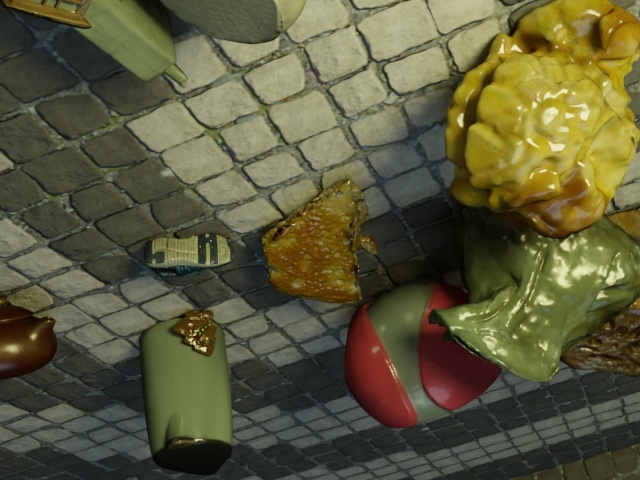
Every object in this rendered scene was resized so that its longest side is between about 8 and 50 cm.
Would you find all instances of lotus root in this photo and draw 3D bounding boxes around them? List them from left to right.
[{"bbox_3d":[0.530,0.094,1.555,0.316,0.250,0.316,-1,141,-1],"label":"lotus root"}]

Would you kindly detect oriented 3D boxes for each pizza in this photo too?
[{"bbox_3d":[0.000,0.000,1.375,0.189,0.071,0.297,3,143,0],"label":"pizza"}]

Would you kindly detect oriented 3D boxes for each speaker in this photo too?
[{"bbox_3d":[0.191,0.206,1.561,0.294,0.294,0.294,-8,147,-5],"label":"speaker"}]

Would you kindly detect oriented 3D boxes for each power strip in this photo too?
[{"bbox_3d":[-0.232,-0.251,0.898,0.053,0.093,0.288,-30,143,21],"label":"power strip"}]

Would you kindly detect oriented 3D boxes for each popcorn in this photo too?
[{"bbox_3d":[0.284,-0.157,1.104,0.265,0.225,0.332,-5,127,-31],"label":"popcorn"}]

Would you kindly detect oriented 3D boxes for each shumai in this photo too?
[{"bbox_3d":[0.342,0.096,1.331,0.330,0.288,0.291,9,122,14],"label":"shumai"}]

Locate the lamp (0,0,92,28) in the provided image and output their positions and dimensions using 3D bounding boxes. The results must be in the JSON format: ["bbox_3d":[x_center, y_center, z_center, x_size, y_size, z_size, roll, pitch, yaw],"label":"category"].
[{"bbox_3d":[-0.175,-0.336,0.692,0.090,0.089,0.325,1,131,-50],"label":"lamp"}]

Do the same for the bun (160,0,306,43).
[{"bbox_3d":[-0.083,-0.289,0.859,0.173,0.119,0.173,22,158,9],"label":"bun"}]

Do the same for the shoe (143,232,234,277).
[{"bbox_3d":[-0.208,0.030,1.363,0.143,0.064,0.071,-5,146,-4],"label":"shoe"}]

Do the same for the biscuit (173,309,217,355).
[{"bbox_3d":[-0.221,0.169,1.547,0.082,0.092,0.016,-20,166,-29],"label":"biscuit"}]

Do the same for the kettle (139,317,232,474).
[{"bbox_3d":[-0.238,0.303,1.597,0.165,0.255,0.240,-16,147,4],"label":"kettle"}]

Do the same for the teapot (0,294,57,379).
[{"bbox_3d":[-0.550,0.158,1.417,0.252,0.135,0.178,-1,180,17],"label":"teapot"}]
